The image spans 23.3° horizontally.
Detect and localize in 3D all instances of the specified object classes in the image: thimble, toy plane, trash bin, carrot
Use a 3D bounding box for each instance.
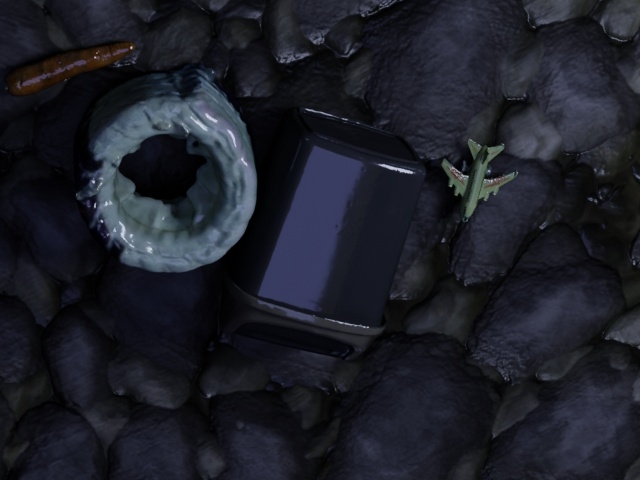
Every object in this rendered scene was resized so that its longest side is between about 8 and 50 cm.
[{"bbox_3d":[-0.181,-0.090,1.855,0.237,0.150,0.237,-3,116,-7],"label":"thimble"},{"bbox_3d":[0.196,-0.076,1.977,0.102,0.040,0.111,11,116,-11],"label":"toy plane"},{"bbox_3d":[0.000,0.000,1.915,0.209,0.182,0.290,15,109,-14],"label":"trash bin"},{"bbox_3d":[-0.298,-0.208,1.843,0.165,0.036,0.036,-20,118,0],"label":"carrot"}]
